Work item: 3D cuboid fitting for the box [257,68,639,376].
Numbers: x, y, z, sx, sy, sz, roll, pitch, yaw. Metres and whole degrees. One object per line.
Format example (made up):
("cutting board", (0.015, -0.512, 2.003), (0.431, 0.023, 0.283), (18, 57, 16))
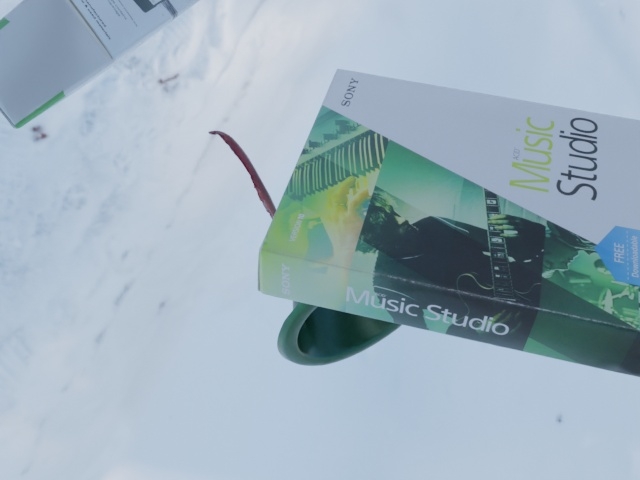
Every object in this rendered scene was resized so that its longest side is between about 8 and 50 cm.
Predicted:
("box", (0.137, -0.025, 0.601), (0.058, 0.322, 0.232), (91, 13, -46))

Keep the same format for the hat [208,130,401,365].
("hat", (0.000, 0.000, 0.807), (0.173, 0.183, 0.208), (-19, 148, -20))

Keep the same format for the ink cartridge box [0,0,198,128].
("ink cartridge box", (-0.313, -0.300, 1.078), (0.121, 0.211, 0.289), (54, 33, -18))
